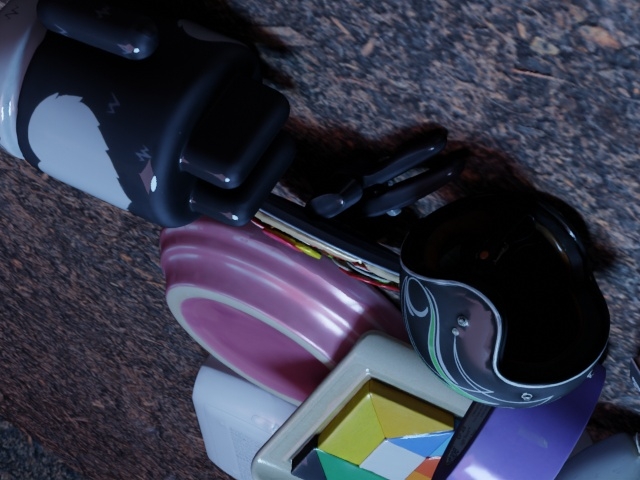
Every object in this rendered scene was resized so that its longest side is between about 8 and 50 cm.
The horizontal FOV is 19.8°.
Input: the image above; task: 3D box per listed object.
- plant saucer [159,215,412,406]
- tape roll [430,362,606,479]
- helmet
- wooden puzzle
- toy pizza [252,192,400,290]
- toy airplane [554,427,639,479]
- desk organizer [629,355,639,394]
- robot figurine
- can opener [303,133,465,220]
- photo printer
[{"bbox_3d":[-0.041,0.091,1.984,0.332,0.084,0.332,28,160,11],"label":"plant saucer"},{"bbox_3d":[0.182,0.176,1.704,0.080,0.189,0.189,32,160,0],"label":"tape roll"},{"bbox_3d":[0.151,0.058,1.519,0.169,0.169,0.161,10,135,45],"label":"helmet"},{"bbox_3d":[0.075,0.217,1.918,0.221,0.044,0.239,26,124,-19],"label":"wooden puzzle"},{"bbox_3d":[0.000,0.000,1.673,0.201,0.032,0.201,25,-175,-2],"label":"toy pizza"},{"bbox_3d":[0.302,0.358,1.694,0.386,0.384,0.272,22,145,26],"label":"toy airplane"},{"bbox_3d":[0.302,0.119,1.595,0.047,0.050,0.130,62,-177,14],"label":"desk organizer"},{"bbox_3d":[-0.162,-0.113,1.551,0.278,0.173,0.209,25,115,19],"label":"robot figurine"},{"bbox_3d":[0.061,-0.048,1.556,0.059,0.073,0.186,48,147,-18],"label":"can opener"},{"bbox_3d":[-0.032,0.242,2.279,0.256,0.107,0.307,26,158,14],"label":"photo printer"}]
